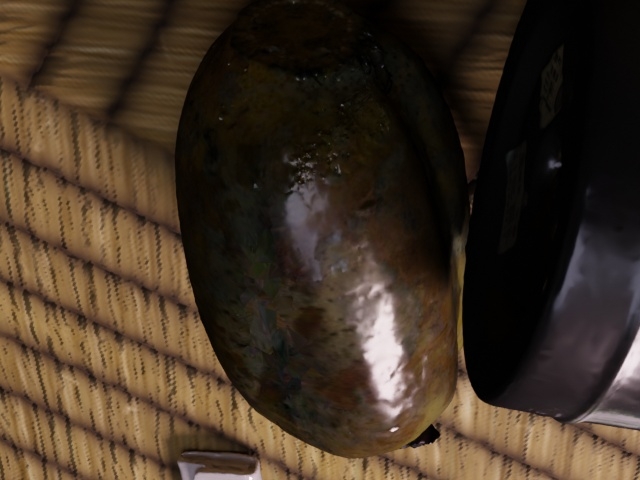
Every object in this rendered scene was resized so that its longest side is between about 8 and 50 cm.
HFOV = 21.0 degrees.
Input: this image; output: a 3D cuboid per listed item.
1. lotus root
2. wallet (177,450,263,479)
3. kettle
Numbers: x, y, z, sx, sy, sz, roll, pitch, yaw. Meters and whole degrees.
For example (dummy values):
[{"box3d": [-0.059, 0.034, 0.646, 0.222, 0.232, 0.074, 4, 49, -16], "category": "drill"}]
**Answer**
[{"box3d": [0.000, 0.000, 0.946, 0.160, 0.152, 0.275, 11, 130, 27], "category": "lotus root"}, {"box3d": [-0.063, 0.197, 1.213, 0.061, 0.025, 0.122, 5, 132, 17], "category": "wallet"}, {"box3d": [0.246, 0.011, 0.881, 0.324, 0.228, 0.321, 10, 157, -6], "category": "kettle"}]
